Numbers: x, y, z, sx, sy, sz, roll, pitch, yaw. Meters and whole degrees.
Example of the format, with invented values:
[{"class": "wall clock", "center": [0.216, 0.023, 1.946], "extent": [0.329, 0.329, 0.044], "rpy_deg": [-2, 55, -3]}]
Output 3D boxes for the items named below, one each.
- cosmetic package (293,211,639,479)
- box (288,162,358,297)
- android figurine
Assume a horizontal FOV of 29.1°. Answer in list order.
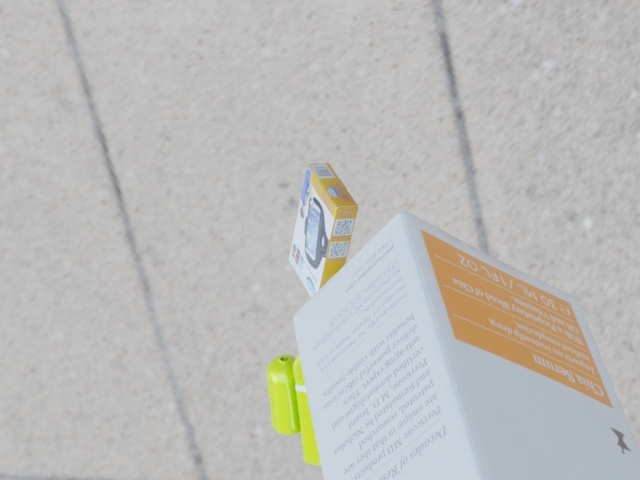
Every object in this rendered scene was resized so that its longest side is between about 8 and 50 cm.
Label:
[{"class": "cosmetic package", "center": [0.140, 0.214, 0.962], "extent": [0.230, 0.453, 0.161], "rpy_deg": [24, 125, -33]}, {"class": "box", "center": [0.000, 0.000, 1.247], "extent": [0.081, 0.028, 0.136], "rpy_deg": [-123, 38, -48]}, {"class": "android figurine", "center": [0.061, 0.174, 1.303], "extent": [0.248, 0.056, 0.273], "rpy_deg": [5, 129, 15]}]
